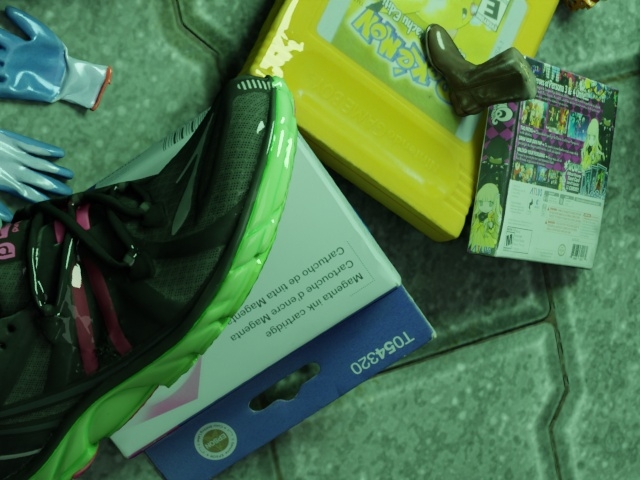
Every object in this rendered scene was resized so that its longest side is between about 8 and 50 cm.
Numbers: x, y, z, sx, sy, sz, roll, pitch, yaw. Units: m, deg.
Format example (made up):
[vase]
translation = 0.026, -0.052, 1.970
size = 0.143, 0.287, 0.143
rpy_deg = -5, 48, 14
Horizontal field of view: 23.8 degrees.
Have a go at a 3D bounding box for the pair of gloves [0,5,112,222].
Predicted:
[pair of gloves]
translation = -0.296, -0.119, 1.463
size = 0.159, 0.023, 0.198
rpy_deg = 21, 85, -23

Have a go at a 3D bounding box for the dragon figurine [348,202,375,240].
[dragon figurine]
translation = 0.000, 0.000, 1.566
size = 0.144, 0.085, 0.289
rpy_deg = -47, 109, -13

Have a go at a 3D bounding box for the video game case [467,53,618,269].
[video game case]
translation = 0.244, -0.079, 1.633
size = 0.232, 0.042, 0.210
rpy_deg = 6, 93, -54

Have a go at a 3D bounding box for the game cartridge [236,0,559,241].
[game cartridge]
translation = 0.089, -0.205, 1.567
size = 0.285, 0.053, 0.323
rpy_deg = 34, 65, -22

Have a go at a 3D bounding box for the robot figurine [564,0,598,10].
[robot figurine]
translation = 0.261, -0.410, 1.648
size = 0.211, 0.085, 0.291
rpy_deg = -41, 109, -16

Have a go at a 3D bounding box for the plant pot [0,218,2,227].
[plant pot]
translation = -0.394, -0.059, 1.304
size = 0.165, 0.234, 0.165
rpy_deg = -27, 103, -13

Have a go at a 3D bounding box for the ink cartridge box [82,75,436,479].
[ink cartridge box]
translation = -0.100, 0.064, 1.474
size = 0.324, 0.071, 0.330
rpy_deg = -34, 107, 7

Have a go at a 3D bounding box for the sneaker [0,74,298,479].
[sneaker]
translation = -0.199, 0.036, 1.327
size = 0.202, 0.185, 0.483
rpy_deg = 39, 102, -17

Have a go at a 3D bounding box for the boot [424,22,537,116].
[boot]
translation = 0.162, -0.180, 1.514
size = 0.037, 0.114, 0.106
rpy_deg = -32, 99, -30
